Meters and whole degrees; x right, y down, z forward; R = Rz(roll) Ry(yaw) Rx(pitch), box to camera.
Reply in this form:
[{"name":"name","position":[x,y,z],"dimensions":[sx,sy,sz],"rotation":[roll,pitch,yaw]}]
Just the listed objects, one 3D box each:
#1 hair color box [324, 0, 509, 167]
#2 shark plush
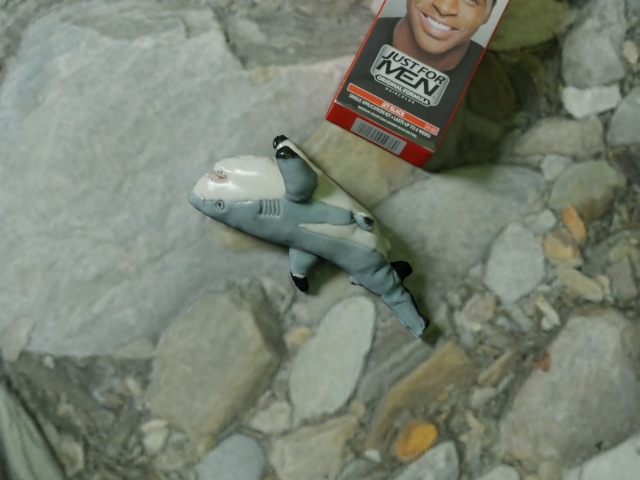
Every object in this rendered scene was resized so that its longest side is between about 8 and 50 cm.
[{"name":"hair color box","position":[0.066,-0.125,1.002],"dimensions":[0.072,0.043,0.141],"rotation":[27,75,-2]},{"name":"shark plush","position":[0.000,0.000,0.978],"dimensions":[0.161,0.073,0.067],"rotation":[39,95,-21]}]
